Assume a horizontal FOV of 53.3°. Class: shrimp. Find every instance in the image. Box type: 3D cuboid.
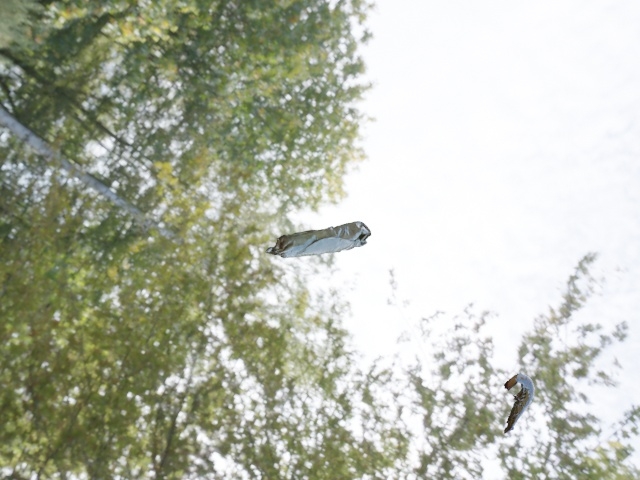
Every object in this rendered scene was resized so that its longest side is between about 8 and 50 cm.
[{"bbox_3d":[0.396,0.334,1.307,0.025,0.091,0.127,8,-112,56],"label":"shrimp"}]

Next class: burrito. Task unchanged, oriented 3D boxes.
[{"bbox_3d":[0.001,0.002,1.000,0.058,0.188,0.045,-42,-119,56],"label":"burrito"}]
